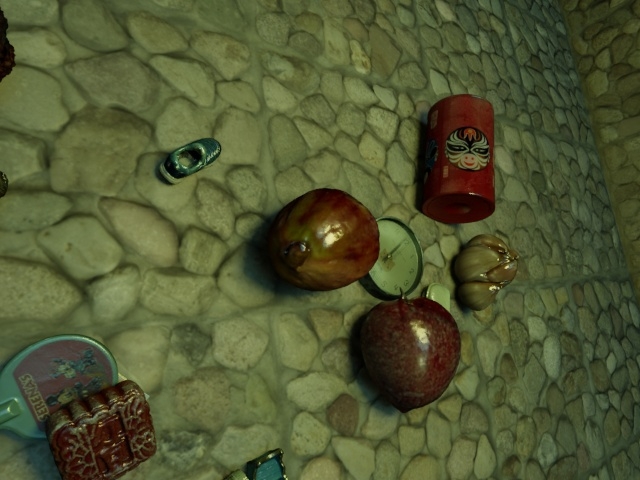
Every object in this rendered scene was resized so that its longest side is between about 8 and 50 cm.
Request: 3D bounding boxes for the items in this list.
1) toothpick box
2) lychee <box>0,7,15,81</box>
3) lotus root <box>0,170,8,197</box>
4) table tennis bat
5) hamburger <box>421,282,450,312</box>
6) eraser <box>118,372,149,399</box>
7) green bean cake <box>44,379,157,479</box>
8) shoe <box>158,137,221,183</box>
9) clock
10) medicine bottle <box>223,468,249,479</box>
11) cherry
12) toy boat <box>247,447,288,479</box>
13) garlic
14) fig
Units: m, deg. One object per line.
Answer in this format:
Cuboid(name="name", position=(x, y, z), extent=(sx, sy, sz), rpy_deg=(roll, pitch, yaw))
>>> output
Cuboid(name="toothpick box", position=(0.416, -0.241, 1.224), extent=(0.204, 0.204, 0.332), rpy_deg=(22, 66, -29))
Cuboid(name="lychee", position=(-0.553, -0.311, 0.582), extent=(0.188, 0.188, 0.187), rpy_deg=(10, 72, -33))
Cuboid(name="lotus root", position=(-0.532, -0.031, 0.558), extent=(0.120, 0.120, 0.209), rpy_deg=(48, 55, -15))
Cuboid(name="table tennis bat", position=(-0.428, 0.234, 0.594), extent=(0.245, 0.040, 0.152), rpy_deg=(-22, 98, -34))
Cuboid(name="hamburger", position=(0.319, 0.171, 1.138), extent=(0.084, 0.054, 0.121), rpy_deg=(29, 60, -21))
Cuboid(name="eraser", position=(-0.330, 0.251, 0.678), extent=(0.083, 0.019, 0.038), rpy_deg=(45, 58, -17))
Cuboid(name="green bean cake", position=(-0.327, 0.300, 0.620), extent=(0.136, 0.056, 0.135), rpy_deg=(-20, 109, -38))
Cuboid(name="shoe", position=(-0.254, -0.170, 0.816), extent=(0.063, 0.071, 0.143), rpy_deg=(55, 50, -11))
Cuboid(name="clock", position=(0.185, 0.045, 1.079), extent=(0.226, 0.049, 0.225), rpy_deg=(9, 73, -32))
Cuboid(name="medicine bottle", position=(-0.167, 0.453, 0.721), extent=(0.083, 0.047, 0.047), rpy_deg=(-28, 94, -36))
Cuboid(name="cherry", position=(0.210, 0.256, 0.948), extent=(0.231, 0.203, 0.299), rpy_deg=(1, 91, -37))
Cuboid(name="toy boat", position=(-0.082, 0.488, 0.752), extent=(0.075, 0.077, 0.185), rpy_deg=(-5, 80, -37))
Cuboid(name="garlic", position=(0.477, 0.086, 1.211), extent=(0.160, 0.191, 0.214), rpy_deg=(43, 66, 12))
Cuboid(name="fig", position=(0.002, 0.000, 0.868), extent=(0.263, 0.224, 0.223), rpy_deg=(-11, 84, -33))
